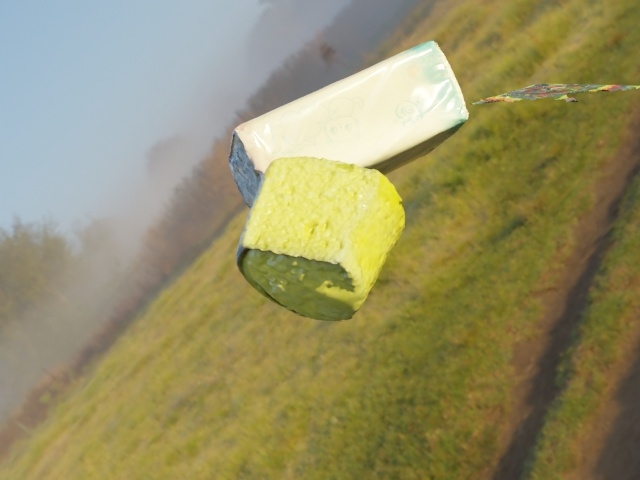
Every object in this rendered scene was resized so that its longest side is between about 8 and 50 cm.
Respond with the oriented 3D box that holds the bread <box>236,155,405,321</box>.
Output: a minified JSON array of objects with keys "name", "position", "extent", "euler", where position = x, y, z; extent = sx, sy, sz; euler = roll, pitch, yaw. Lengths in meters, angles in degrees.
[{"name":"bread","position":[0.000,0.000,0.797],"extent":[0.111,0.129,0.114],"euler":[75,-150,-42]}]

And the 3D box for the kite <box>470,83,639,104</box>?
[{"name":"kite","position":[0.169,-0.109,0.699],"extent":[0.122,0.004,0.090],"euler":[-7,16,-1]}]

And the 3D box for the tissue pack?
[{"name":"tissue pack","position":[0.028,-0.126,1.170],"extent":[0.271,0.124,0.201],"euler":[-25,-5,-10]}]
